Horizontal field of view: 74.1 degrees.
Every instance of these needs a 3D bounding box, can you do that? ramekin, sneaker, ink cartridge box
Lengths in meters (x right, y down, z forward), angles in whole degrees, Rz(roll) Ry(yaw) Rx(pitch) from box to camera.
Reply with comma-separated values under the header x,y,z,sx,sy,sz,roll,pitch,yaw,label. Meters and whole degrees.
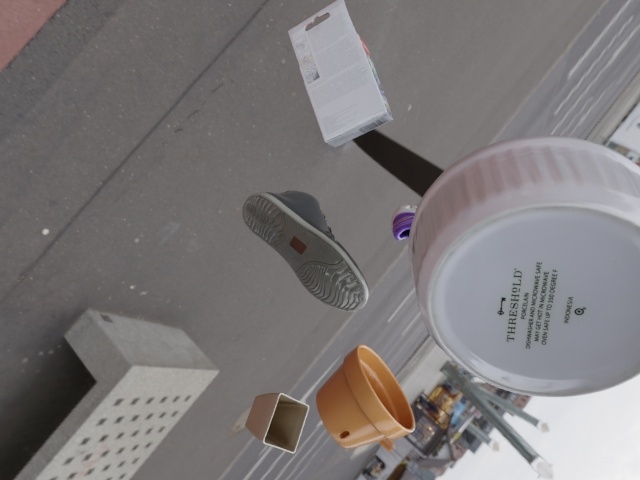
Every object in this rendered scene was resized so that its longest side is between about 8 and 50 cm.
x,y,z,sx,sy,sz,roll,pitch,yaw,label
0.223,0.037,0.439,0.127,0.273,0.272,-56,170,-59,ramekin
0.206,-0.012,0.731,0.068,0.170,0.071,79,20,-55,sneaker
0.000,0.000,0.627,0.083,0.222,0.118,-50,171,29,sneaker
0.017,-0.152,0.391,0.063,0.115,0.029,-21,173,22,ink cartridge box

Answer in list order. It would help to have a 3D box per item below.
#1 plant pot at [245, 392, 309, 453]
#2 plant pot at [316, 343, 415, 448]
x,y,z,sx,sy,sz,roll,pitch,yaw,label
-0.109,0.418,0.994,0.109,0.096,0.109,41,58,-37,plant pot
0.125,0.502,1.315,0.203,0.290,0.291,-38,157,12,plant pot
